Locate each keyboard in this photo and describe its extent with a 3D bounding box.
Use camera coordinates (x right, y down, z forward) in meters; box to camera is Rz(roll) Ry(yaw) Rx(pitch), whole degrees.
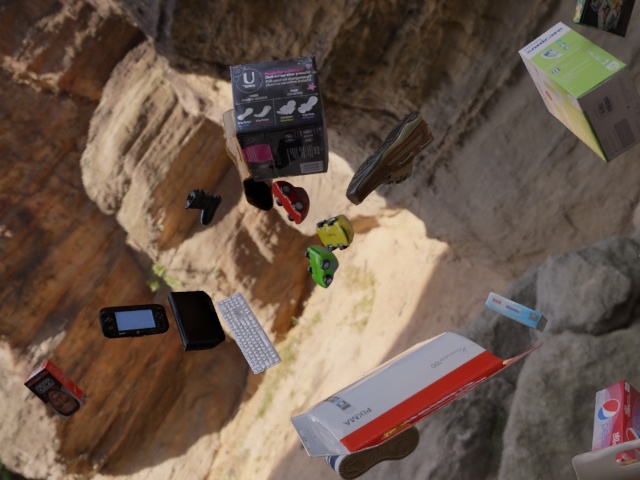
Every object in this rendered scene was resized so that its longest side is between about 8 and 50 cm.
[{"bbox_3d":[-0.182,0.226,1.592,0.072,0.014,0.256,-30,49,-10],"label":"keyboard"}]

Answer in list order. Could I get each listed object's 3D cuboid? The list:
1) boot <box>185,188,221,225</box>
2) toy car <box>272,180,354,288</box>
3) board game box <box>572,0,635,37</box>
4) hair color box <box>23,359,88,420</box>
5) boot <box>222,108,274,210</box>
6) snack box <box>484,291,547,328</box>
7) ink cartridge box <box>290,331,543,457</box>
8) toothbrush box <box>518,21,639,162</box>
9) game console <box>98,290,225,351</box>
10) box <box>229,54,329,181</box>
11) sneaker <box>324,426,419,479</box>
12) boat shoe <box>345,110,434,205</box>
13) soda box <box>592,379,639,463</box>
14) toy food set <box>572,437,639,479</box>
[{"bbox_3d":[-0.364,-0.100,1.935,0.121,0.099,0.045,-56,51,25],"label":"boot"},{"bbox_3d":[0.000,0.000,1.297,0.053,0.239,0.225,-32,-45,-25],"label":"toy car"},{"bbox_3d":[0.624,-0.576,1.349,0.030,0.136,0.259,-142,63,-66],"label":"board game box"},{"bbox_3d":[-0.657,0.373,1.590,0.072,0.141,0.043,-37,21,4],"label":"hair color box"},{"bbox_3d":[-0.144,-0.158,1.512,0.104,0.211,0.295,-21,-22,10],"label":"boot"},{"bbox_3d":[0.716,0.264,2.322,0.060,0.187,0.322,-65,-24,0],"label":"snack box"},{"bbox_3d":[0.135,0.240,1.053,0.308,0.091,0.385,-24,-12,-22],"label":"ink cartridge box"},{"bbox_3d":[0.599,-0.342,1.458,0.122,0.206,0.283,-34,37,14],"label":"toothbrush box"},{"bbox_3d":[-0.478,0.248,1.931,0.213,0.361,0.044,60,138,37],"label":"game console"},{"bbox_3d":[-0.072,-0.227,1.229,0.247,0.164,0.142,81,-179,-76],"label":"box"},{"bbox_3d":[0.144,0.604,1.885,0.282,0.099,0.153,-16,3,-25],"label":"sneaker"},{"bbox_3d":[0.204,-0.214,1.762,0.324,0.120,0.122,-49,12,-14],"label":"boat shoe"},{"bbox_3d":[0.712,0.461,1.522,0.092,0.083,0.263,-45,5,39],"label":"soda box"},{"bbox_3d":[0.606,0.453,1.247,0.220,0.306,0.092,-19,49,10],"label":"toy food set"}]
